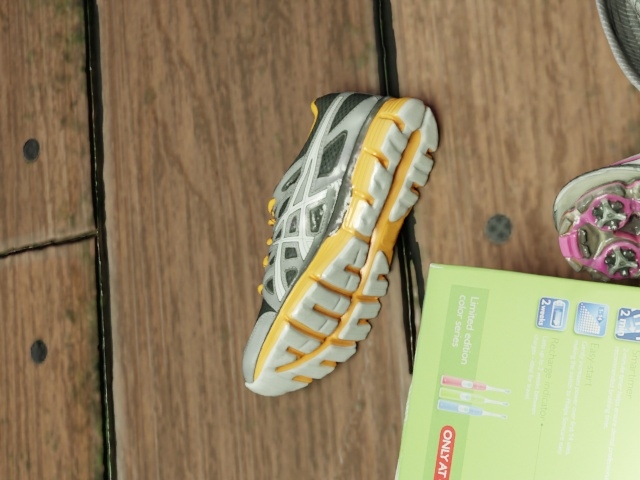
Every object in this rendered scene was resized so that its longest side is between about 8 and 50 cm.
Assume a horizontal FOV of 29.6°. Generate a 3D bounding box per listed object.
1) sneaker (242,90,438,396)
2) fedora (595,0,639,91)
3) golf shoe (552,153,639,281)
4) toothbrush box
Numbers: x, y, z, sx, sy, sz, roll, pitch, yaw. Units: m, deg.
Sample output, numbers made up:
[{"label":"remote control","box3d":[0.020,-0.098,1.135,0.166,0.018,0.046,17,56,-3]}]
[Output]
[{"label":"sneaker","box3d":[0.000,0.000,0.795,0.083,0.084,0.214,24,86,34]},{"label":"fedora","box3d":[0.257,-0.186,0.631,0.275,0.124,0.243,-33,68,24]},{"label":"golf shoe","box3d":[0.220,-0.032,0.663,0.186,0.086,0.067,-8,113,10]},{"label":"toothbrush box","box3d":[0.190,0.132,0.630,0.283,0.122,0.206,6,86,33]}]
